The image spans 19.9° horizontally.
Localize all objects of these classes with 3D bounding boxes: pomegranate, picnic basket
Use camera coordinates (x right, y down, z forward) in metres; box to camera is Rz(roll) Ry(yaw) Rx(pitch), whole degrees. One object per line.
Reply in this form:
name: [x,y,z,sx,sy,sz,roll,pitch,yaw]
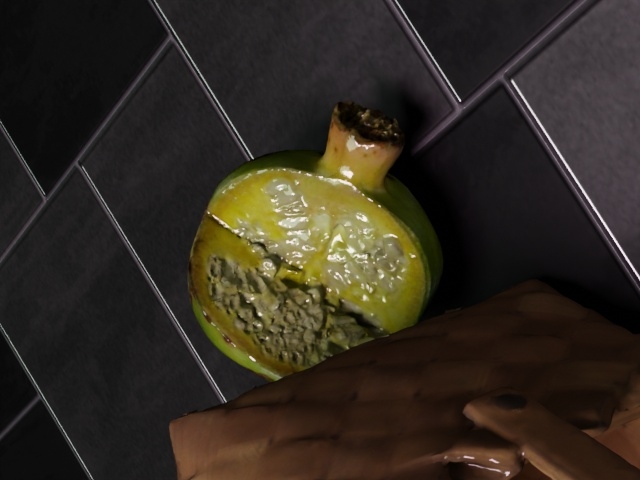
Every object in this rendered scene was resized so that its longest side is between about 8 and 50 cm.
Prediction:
pomegranate: [0.002,0.001,1.056,0.143,0.122,0.169,21,96,9]
picnic basket: [0.105,0.190,0.886,0.321,0.291,0.254,35,138,48]
